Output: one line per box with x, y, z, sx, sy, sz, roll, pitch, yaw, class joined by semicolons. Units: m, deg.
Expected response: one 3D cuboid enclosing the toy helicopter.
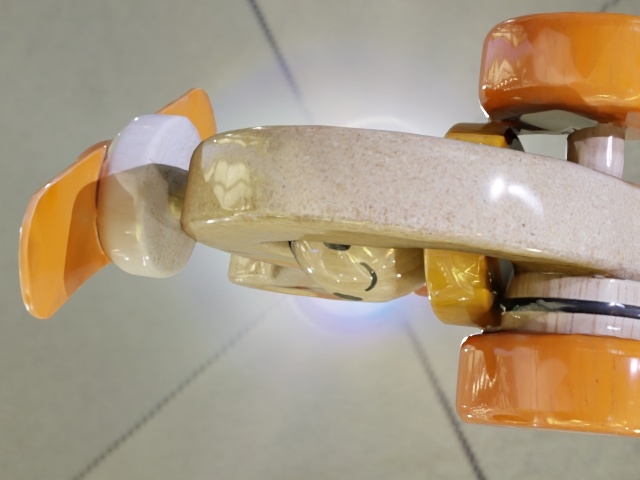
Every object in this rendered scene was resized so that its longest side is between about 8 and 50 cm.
0.000;0.000;0.716;0.355;0.235;0.140;152;123;-80;toy helicopter
